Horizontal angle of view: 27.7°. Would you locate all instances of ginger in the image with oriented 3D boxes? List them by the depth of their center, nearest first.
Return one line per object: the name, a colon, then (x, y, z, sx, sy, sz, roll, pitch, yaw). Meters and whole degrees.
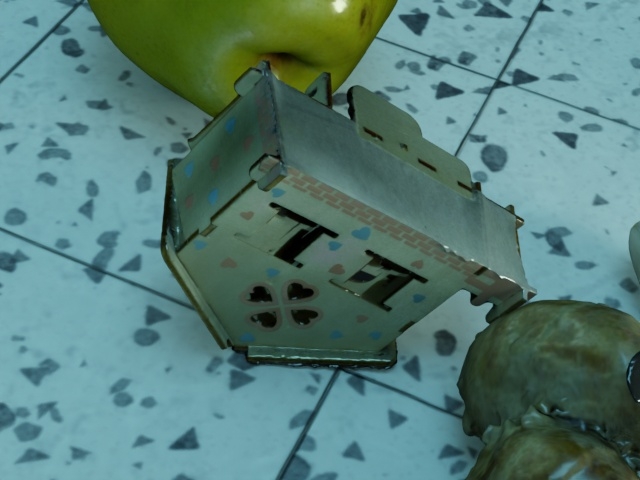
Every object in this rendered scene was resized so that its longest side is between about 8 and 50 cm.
ginger: (0.184, 0.183, 1.065, 0.244, 0.155, 0.304, -2, 40, 38)

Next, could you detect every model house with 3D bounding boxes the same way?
model house: (0.000, 0.000, 1.207, 0.326, 0.244, 0.169, 26, 39, -29)

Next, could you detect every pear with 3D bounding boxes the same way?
pear: (-0.083, -0.318, 1.406, 0.362, 0.362, 0.418, -8, 53, -16)

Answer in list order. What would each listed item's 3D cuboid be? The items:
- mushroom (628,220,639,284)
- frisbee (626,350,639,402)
mushroom: (0.378, 0.058, 1.288, 0.097, 0.088, 0.212, 13, 40, -45)
frisbee: (0.329, 0.174, 1.006, 0.187, 0.012, 0.211, -9, 83, -27)
